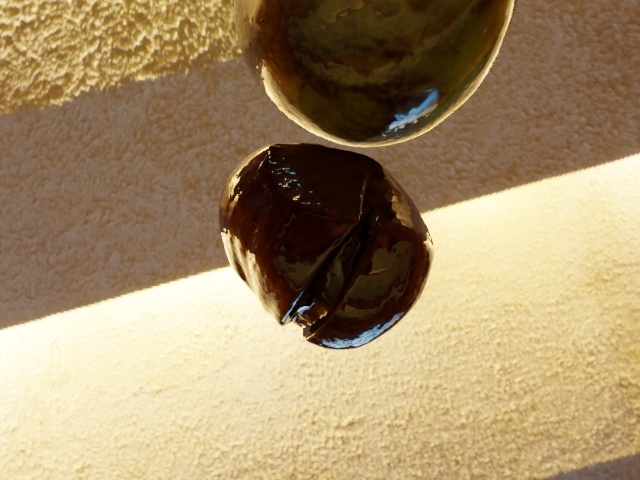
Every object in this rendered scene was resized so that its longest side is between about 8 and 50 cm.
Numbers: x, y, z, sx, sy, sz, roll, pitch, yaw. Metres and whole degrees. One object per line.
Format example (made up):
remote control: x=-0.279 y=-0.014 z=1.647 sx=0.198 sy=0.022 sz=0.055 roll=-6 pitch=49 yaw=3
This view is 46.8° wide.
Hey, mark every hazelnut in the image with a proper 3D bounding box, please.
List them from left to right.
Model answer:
hazelnut: x=0.000 y=0.000 z=0.683 sx=0.204 sy=0.178 sz=0.178 roll=29 pitch=-67 yaw=-4

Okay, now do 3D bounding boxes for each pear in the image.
pear: x=0.050 y=-0.229 z=0.686 sx=0.284 sy=0.283 sz=0.283 roll=-6 pitch=-58 yaw=-9
